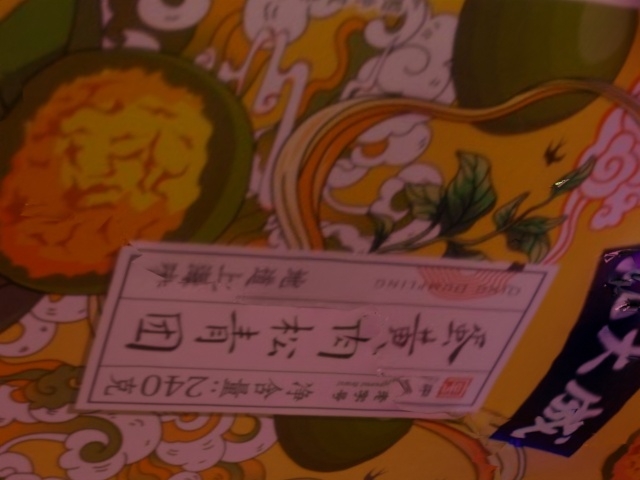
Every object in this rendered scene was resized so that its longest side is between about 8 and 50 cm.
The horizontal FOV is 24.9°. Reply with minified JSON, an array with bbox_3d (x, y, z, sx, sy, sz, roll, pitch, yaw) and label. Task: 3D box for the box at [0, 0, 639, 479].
[{"bbox_3d":[0.000,0.000,0.597,0.420,0.138,0.373,5,129,-23],"label":"box"}]
